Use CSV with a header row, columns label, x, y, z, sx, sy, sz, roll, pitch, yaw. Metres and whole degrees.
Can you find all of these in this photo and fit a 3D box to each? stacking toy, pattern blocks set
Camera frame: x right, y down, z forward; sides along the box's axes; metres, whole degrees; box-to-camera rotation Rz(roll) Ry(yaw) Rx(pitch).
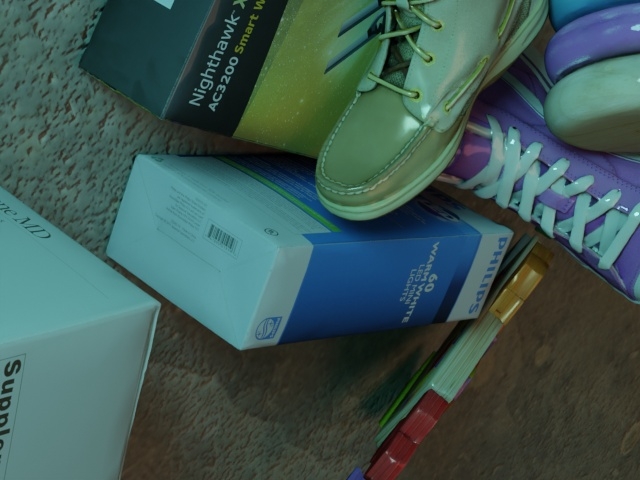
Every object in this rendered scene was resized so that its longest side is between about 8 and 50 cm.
label,x,y,z,sx,sy,sz,roll,pitch,yaw
stacking toy,0.208,-0.232,1.084,0.141,0.141,0.330,14,71,-55
pattern blocks set,0.110,0.090,1.297,0.325,0.026,0.285,-52,178,-22

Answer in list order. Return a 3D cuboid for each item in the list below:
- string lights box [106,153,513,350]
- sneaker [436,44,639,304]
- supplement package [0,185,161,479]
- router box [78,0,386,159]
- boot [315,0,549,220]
label,x,y,z,sx,sy,sz,roll,pitch,yaw
string lights box,0.000,0.000,1.110,0.259,0.133,0.077,-3,119,-50
sneaker,0.148,-0.037,1.139,0.161,0.282,0.102,-15,139,-48
supplement package,-0.256,0.089,0.816,0.293,0.177,0.175,-14,127,-47
router box,0.017,-0.206,1.008,0.243,0.081,0.309,9,110,-54
boot,0.053,-0.130,0.972,0.213,0.077,0.165,-51,148,-18
